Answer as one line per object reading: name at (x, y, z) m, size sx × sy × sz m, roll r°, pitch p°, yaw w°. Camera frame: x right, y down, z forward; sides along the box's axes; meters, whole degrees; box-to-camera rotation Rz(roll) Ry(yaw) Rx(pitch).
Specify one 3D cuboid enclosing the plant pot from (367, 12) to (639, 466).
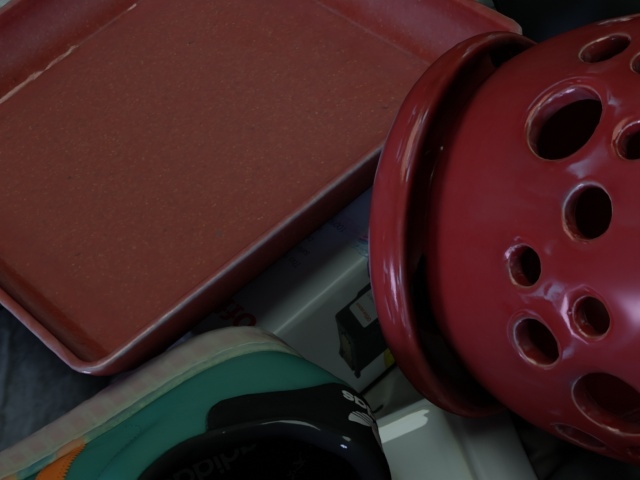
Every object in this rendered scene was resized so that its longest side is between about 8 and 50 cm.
plant pot at (0.126, -0.005, 0.757) m, size 0.174 × 0.191 × 0.191 m, roll 8°, pitch 52°, yaw 34°

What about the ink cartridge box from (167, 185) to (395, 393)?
ink cartridge box at (0.000, 0.000, 0.894) m, size 0.175 × 0.072 × 0.127 m, roll -40°, pitch 45°, yaw -15°

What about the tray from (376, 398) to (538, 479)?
tray at (-0.031, 0.153, 0.793) m, size 0.270 × 0.030 × 0.145 m, roll -24°, pitch 42°, yaw 2°

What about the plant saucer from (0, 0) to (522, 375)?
plant saucer at (-0.073, -0.060, 0.889) m, size 0.259 × 0.047 × 0.258 m, roll -38°, pitch 46°, yaw -18°

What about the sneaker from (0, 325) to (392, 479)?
sneaker at (-0.105, 0.144, 0.715) m, size 0.302 × 0.108 × 0.121 m, roll -37°, pitch 24°, yaw -14°

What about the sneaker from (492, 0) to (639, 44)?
sneaker at (0.192, -0.112, 0.881) m, size 0.222 × 0.118 × 0.083 m, roll -14°, pitch 44°, yaw 12°

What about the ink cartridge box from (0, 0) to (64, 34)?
ink cartridge box at (-0.160, -0.196, 1.125) m, size 0.201 × 0.117 × 0.278 m, roll 8°, pitch 52°, yaw 31°
